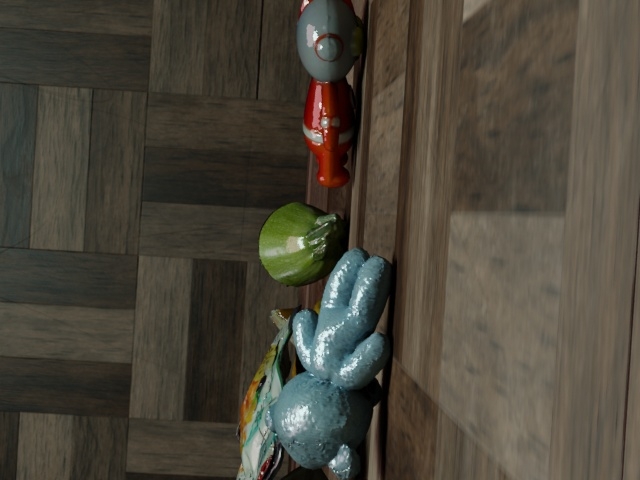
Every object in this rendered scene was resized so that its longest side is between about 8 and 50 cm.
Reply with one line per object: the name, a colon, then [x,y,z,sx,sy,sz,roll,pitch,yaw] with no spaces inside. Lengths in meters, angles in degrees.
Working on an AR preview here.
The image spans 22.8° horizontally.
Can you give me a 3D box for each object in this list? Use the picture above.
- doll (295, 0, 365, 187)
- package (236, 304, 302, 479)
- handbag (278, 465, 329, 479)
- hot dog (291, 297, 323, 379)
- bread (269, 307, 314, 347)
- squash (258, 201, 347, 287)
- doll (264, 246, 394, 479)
doll: [0.010,-0.185,1.762,0.142,0.076,0.245,-95,5,-65]
package: [-0.057,0.176,1.494,0.232,0.040,0.166,-79,10,-54]
handbag: [-0.028,0.319,1.405,0.270,0.117,0.182,-74,-8,-67]
hot dog: [0.005,0.130,1.555,0.286,0.061,0.088,104,170,-70]
bread: [-0.008,0.114,1.985,0.062,0.109,0.043,-40,-13,-23]
squash: [-0.004,0.006,1.863,0.132,0.105,0.105,-179,93,-69]
doll: [0.022,0.098,1.265,0.120,0.075,0.180,26,93,55]
